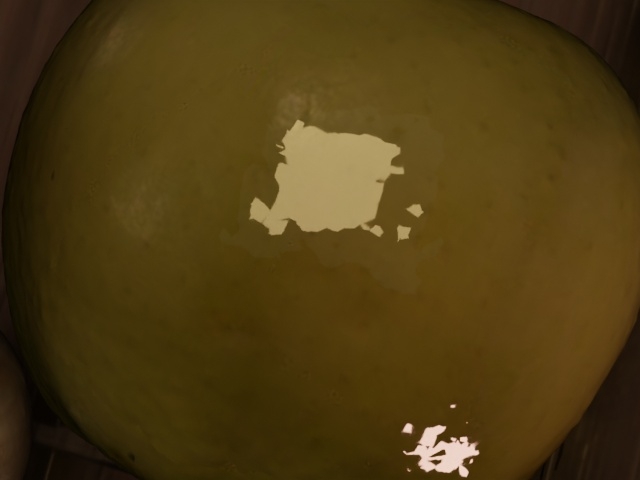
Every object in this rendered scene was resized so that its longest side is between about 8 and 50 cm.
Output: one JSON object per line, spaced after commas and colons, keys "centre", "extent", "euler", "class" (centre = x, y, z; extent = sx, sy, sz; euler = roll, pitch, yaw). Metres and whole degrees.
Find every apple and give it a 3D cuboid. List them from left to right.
{"centre": [0.000, 0.000, 0.741], "extent": [0.292, 0.292, 0.254], "euler": [21, 89, -1], "class": "apple"}

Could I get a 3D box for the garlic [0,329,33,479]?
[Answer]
{"centre": [-0.245, 0.120, 0.715], "extent": [0.237, 0.292, 0.210], "euler": [7, 90, -44], "class": "garlic"}
